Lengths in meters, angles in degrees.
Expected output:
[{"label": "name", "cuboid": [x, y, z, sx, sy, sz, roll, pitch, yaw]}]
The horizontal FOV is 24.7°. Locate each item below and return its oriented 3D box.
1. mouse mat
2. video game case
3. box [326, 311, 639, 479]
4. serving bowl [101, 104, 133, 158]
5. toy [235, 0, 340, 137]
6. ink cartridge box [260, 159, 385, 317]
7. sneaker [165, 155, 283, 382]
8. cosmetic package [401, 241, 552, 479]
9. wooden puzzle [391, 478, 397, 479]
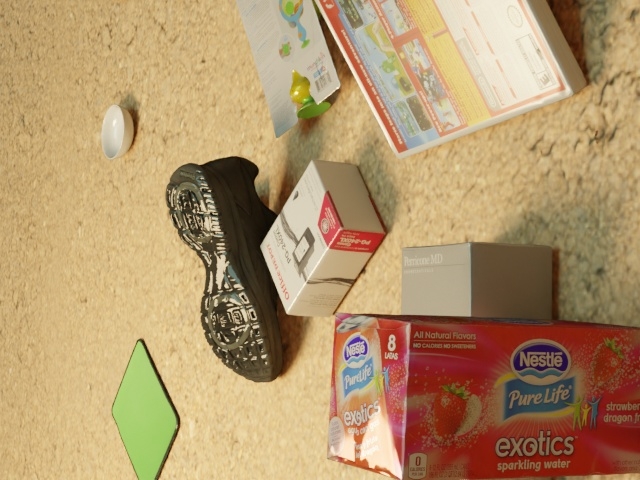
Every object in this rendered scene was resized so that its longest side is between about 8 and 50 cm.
[{"label": "mouse mat", "cuboid": [-0.255, 0.254, 2.102, 0.189, 0.007, 0.152, 59, 134, 45]}, {"label": "video game case", "cuboid": [0.117, -0.202, 1.433, 0.285, 0.025, 0.204, -17, 103, 57]}, {"label": "box", "cuboid": [0.144, 0.129, 1.221, 0.123, 0.257, 0.128, 1, 87, 60]}, {"label": "serving bowl", "cuboid": [-0.303, -0.163, 2.207, 0.083, 0.027, 0.083, -10, 79, 59]}, {"label": "toy", "cuboid": [-0.032, -0.257, 1.748, 0.137, 0.056, 0.237, -36, 62, 47]}, {"label": "ink cartridge box", "cuboid": [0.000, 0.000, 1.658, 0.150, 0.063, 0.109, -58, 41, 38]}, {"label": "sneaker", "cuboid": [-0.084, 0.031, 1.761, 0.109, 0.130, 0.286, -1, 108, 42]}, {"label": "cosmetic package", "cuboid": [0.145, 0.120, 1.372, 0.127, 0.107, 0.238, -10, 81, 61]}, {"label": "wooden puzzle", "cuboid": [0.086, 0.366, 1.504, 0.239, 0.044, 0.221, -42, 51, 43]}]
